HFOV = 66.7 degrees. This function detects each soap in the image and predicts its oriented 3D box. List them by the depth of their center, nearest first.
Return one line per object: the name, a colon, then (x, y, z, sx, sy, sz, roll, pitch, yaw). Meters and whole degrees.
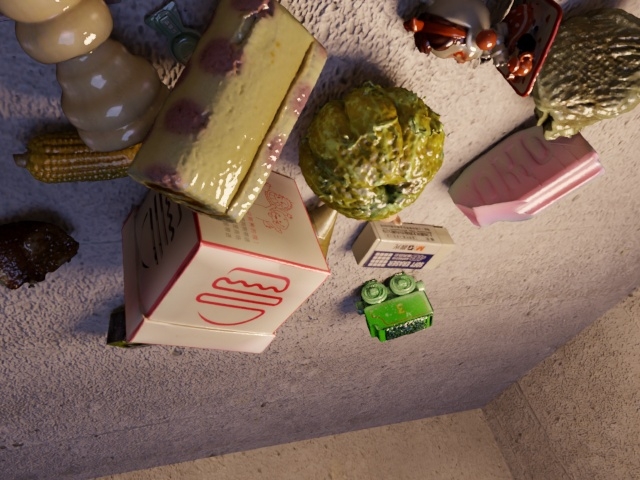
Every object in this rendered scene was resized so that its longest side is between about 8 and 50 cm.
soap: (0.492, -0.157, 1.208, 0.324, 0.192, 0.109, -37, 138, 25)

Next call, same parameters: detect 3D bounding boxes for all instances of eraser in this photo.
eraser: (0.241, 0.017, 1.416, 0.279, 0.081, 0.124, 4, 138, -27)

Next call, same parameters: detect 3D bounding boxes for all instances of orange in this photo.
orange: (0.115, -0.168, 0.999, 0.301, 0.223, 0.300, -27, 143, 16)

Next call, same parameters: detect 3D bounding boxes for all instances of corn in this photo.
corn: (-0.414, -0.155, 0.896, 0.262, 0.097, 0.097, -7, 142, -21)

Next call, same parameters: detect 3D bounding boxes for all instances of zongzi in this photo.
zongzi: (0.000, 0.000, 1.283, 0.256, 0.115, 0.228, -38, 144, 8)

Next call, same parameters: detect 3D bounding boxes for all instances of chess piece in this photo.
chess piece: (-0.358, -0.291, 0.709, 0.167, 0.167, 0.299, -20, 139, 2)

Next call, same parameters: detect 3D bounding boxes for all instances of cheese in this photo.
cheese: (-0.228, -0.331, 0.806, 0.067, 0.026, 0.120, -28, 142, 12)

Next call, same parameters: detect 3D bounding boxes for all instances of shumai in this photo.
shumai: (0.566, -0.344, 1.017, 0.261, 0.225, 0.222, -23, 170, 22)

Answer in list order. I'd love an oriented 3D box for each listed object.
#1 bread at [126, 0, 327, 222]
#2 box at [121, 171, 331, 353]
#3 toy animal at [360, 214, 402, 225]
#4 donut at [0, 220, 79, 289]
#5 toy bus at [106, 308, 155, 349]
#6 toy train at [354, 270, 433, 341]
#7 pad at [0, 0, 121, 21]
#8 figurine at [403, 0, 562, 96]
bread: (-0.143, -0.207, 0.775, 0.187, 0.155, 0.338, 32, 80, -46)
box: (-0.213, 0.023, 1.034, 0.312, 0.314, 0.300, 15, 129, -37)
toy animal: (0.135, -0.082, 1.247, 0.150, 0.083, 0.089, 7, 151, -13)
donut: (-0.639, 0.023, 1.024, 0.187, 0.144, 0.126, 6, 141, 18)
toy bus: (-0.427, 0.226, 1.321, 0.302, 0.113, 0.139, -13, 152, 22)
toy train: (0.242, 0.220, 1.591, 0.243, 0.188, 0.132, -16, 143, -1)
pad: (-0.451, -0.391, 0.649, 0.300, 0.005, 0.202, -13, 143, -8)
figurine: (0.261, -0.371, 0.866, 0.226, 0.183, 0.160, 3, 131, -8)
